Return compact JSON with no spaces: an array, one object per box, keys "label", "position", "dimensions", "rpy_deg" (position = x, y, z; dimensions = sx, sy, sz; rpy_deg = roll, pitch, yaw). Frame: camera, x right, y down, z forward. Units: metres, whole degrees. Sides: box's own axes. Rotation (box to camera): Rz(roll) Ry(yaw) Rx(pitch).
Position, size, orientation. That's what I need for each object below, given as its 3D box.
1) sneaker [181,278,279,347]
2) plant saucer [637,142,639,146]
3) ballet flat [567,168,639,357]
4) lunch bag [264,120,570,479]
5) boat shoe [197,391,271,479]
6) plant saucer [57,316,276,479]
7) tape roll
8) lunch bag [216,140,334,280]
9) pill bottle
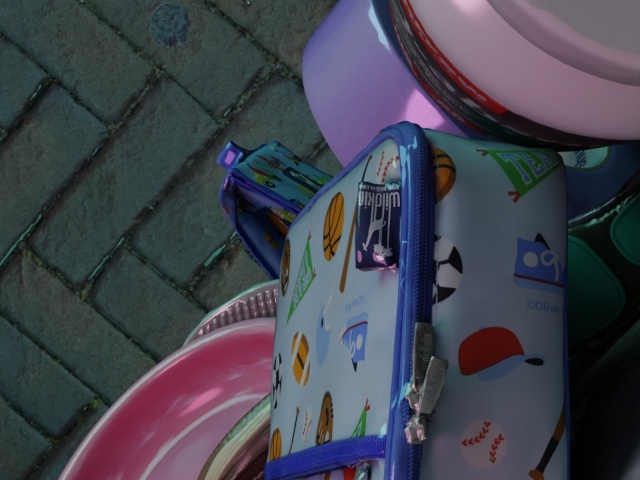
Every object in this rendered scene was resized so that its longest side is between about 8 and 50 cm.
[{"label":"sneaker","position":[-0.092,0.118,1.242],"dimensions":[0.282,0.102,0.161],"rpy_deg":[-39,3,20]},{"label":"plant saucer","position":[0.277,-0.205,0.869],"dimensions":[0.310,0.050,0.310],"rpy_deg":[16,-90,-81]},{"label":"ballet flat","position":[0.185,0.006,0.730],"dimensions":[0.221,0.077,0.079],"rpy_deg":[-42,-13,25]},{"label":"lunch bag","position":[0.042,0.078,0.673],"dimensions":[0.303,0.115,0.243],"rpy_deg":[135,142,-71]},{"label":"boat shoe","position":[0.029,0.134,0.854],"dimensions":[0.257,0.095,0.095],"rpy_deg":[-40,-32,-1]},{"label":"plant saucer","position":[-0.101,0.217,1.033],"dimensions":[0.332,0.084,0.332],"rpy_deg":[-29,32,20]},{"label":"tape roll","position":[0.123,-0.098,0.904],"dimensions":[0.090,0.275,0.275],"rpy_deg":[-47,3,35]},{"label":"lunch bag","position":[0.000,0.000,1.306],"dimensions":[0.138,0.293,0.221],"rpy_deg":[-48,3,17]},{"label":"pill bottle","position":[0.135,-0.150,0.564],"dimensions":[0.210,0.210,0.363],"rpy_deg":[-48,-1,5]}]
